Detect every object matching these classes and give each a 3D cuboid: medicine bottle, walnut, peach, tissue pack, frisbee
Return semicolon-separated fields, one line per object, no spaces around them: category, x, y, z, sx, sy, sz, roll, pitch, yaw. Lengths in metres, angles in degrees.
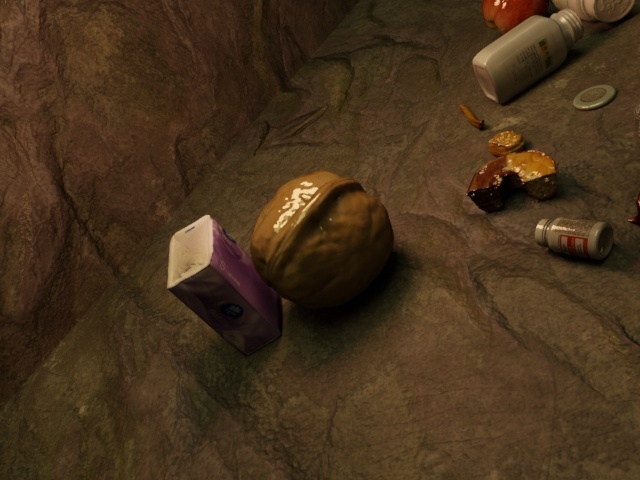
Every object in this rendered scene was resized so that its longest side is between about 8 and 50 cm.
medicine bottle;0.894;-0.820;1.780;0.170;0.170;0.293;-28;34;12
medicine bottle;0.537;-0.008;1.149;0.140;0.079;0.079;14;57;50
walnut;0.000;0.000;1.428;0.381;0.381;0.381;-25;34;18
peach;0.724;-0.872;1.957;0.257;0.232;0.232;-48;28;18
tissue pack;-0.254;0.125;1.491;0.160;0.338;0.242;-30;37;12
frisbee;0.763;-0.401;1.505;0.110;0.014;0.110;-25;33;18
medicine bottle;0.655;-0.589;1.695;0.324;0.179;0.124;-33;32;6

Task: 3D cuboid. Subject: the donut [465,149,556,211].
donut;0.495;-0.151;1.371;0.217;0.085;0.141;-10;40;35

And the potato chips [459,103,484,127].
potato chips;0.491;-0.403;1.753;0.026;0.037;0.204;-20;29;7

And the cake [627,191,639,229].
cake;0.699;-0.026;0.923;0.292;0.199;0.196;-10;45;42

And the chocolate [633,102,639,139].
chocolate;0.784;-0.275;1.270;0.072;0.072;0.167;-15;37;30

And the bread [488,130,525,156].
bread;0.531;-0.276;1.537;0.083;0.044;0.110;-39;29;-7
